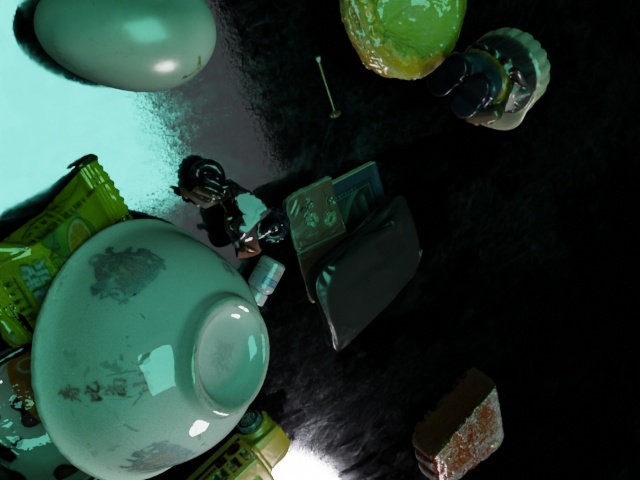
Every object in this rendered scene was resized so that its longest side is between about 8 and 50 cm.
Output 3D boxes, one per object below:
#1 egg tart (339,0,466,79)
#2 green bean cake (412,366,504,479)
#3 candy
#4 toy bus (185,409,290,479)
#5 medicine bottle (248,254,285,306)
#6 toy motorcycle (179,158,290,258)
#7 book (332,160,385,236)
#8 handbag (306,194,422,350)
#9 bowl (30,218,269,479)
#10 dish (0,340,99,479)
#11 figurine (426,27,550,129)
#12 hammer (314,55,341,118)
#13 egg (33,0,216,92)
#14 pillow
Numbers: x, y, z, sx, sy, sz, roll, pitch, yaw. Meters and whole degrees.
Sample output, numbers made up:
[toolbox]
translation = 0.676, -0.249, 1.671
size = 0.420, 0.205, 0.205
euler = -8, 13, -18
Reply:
[egg tart]
translation = 0.144, -0.455, 1.372
size = 0.314, 0.120, 0.315
euler = -10, 109, -32
[green bean cake]
translation = 0.322, 0.447, 1.728
size = 0.232, 0.097, 0.199
euler = -31, 118, -23
[candy]
translation = -0.401, 0.011, 1.120
size = 0.297, 0.081, 0.187
euler = -49, 126, -40
[toy bus]
translation = -0.192, 0.480, 1.386
size = 0.335, 0.123, 0.121
euler = -40, 120, -18
[medicine bottle]
translation = -0.108, 0.076, 1.381
size = 0.052, 0.052, 0.089
euler = 32, 84, -34
[toy motorcycle]
translation = -0.158, -0.047, 1.297
size = 0.212, 0.084, 0.118
euler = 37, 94, -20
[book]
translation = 0.069, -0.003, 1.492
size = 0.190, 0.025, 0.269
euler = -28, 116, -24
[handbag]
translation = 0.095, 0.054, 1.432
size = 0.332, 0.074, 0.192
euler = -43, 127, -37
[bowl]
translation = -0.209, 0.176, 1.157
size = 0.434, 0.195, 0.435
euler = 3, 87, -56
[dish]
translation = -0.452, 0.278, 1.166
size = 0.302, 0.120, 0.303
euler = -7, 104, -30
[figurine]
translation = 0.346, -0.329, 1.445
size = 0.204, 0.185, 0.332
euler = -46, 168, 18
[hammer]
translation = 0.012, -0.291, 1.392
size = 0.029, 0.014, 0.123
euler = -33, 116, -32
[egg]
translation = -0.285, -0.314, 1.088
size = 0.264, 0.183, 0.183
euler = -3, 104, -26
[pillow]
translation = 0.000, 0.000, 1.408
size = 0.126, 0.043, 0.233
euler = -28, 116, -27
